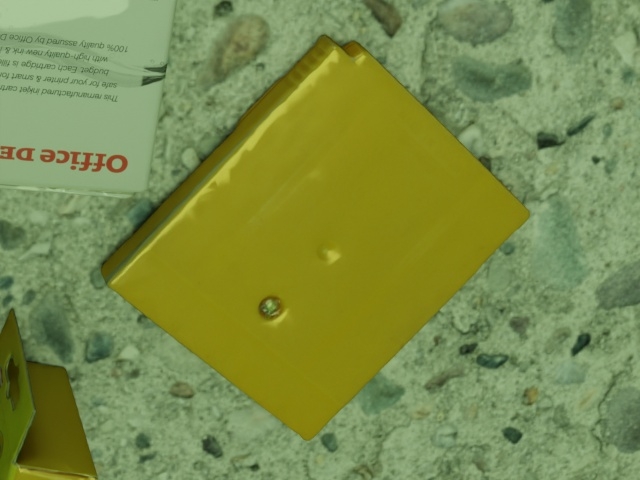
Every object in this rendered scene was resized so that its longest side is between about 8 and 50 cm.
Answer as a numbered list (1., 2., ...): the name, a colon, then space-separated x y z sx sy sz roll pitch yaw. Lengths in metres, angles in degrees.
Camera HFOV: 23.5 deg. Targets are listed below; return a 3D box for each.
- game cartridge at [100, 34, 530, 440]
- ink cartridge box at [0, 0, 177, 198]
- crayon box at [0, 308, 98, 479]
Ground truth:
1. game cartridge: 0.000 0.000 1.471 0.324 0.053 0.285 -46 118 4
2. ink cartridge box: -0.229 -0.186 1.271 0.197 0.114 0.273 4 112 -20
3. crayon box: -0.285 0.249 1.407 0.081 0.202 0.319 13 110 -23
